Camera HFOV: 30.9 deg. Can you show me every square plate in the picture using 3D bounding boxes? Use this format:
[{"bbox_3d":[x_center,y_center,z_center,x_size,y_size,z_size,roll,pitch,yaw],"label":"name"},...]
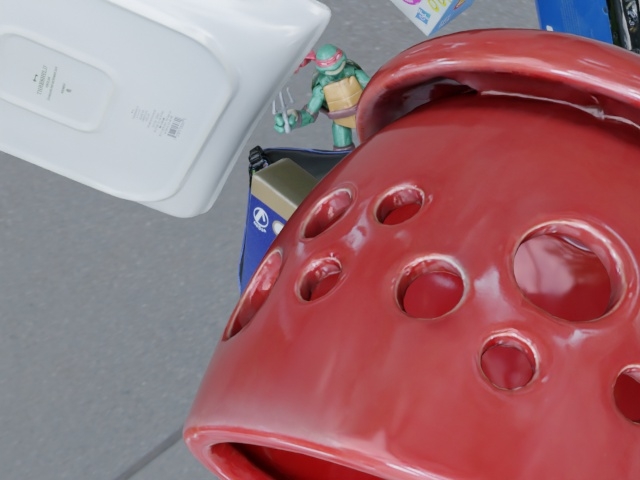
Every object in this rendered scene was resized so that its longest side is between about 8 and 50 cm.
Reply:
[{"bbox_3d":[-0.209,-0.145,0.932,0.344,0.049,0.347,23,149,-12],"label":"square plate"}]

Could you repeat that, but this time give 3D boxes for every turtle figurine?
[{"bbox_3d":[0.037,-0.172,1.503,0.175,0.118,0.234,-15,131,17],"label":"turtle figurine"}]

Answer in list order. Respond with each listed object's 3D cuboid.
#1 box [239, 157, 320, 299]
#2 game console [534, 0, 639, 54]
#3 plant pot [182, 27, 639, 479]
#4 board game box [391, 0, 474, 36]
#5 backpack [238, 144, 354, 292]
[{"bbox_3d":[0.002,0.071,0.765,0.136,0.036,0.225,37,141,28],"label":"box"},{"bbox_3d":[0.356,-0.195,1.162,0.173,0.250,0.293,-22,116,-13],"label":"game console"},{"bbox_3d":[0.071,0.032,0.416,0.191,0.191,0.174,20,71,13],"label":"plant pot"},{"bbox_3d":[0.088,-0.416,1.179,0.308,0.086,0.302,45,148,5],"label":"board game box"},{"bbox_3d":[0.000,0.000,1.159,0.158,0.117,0.173,4,81,33],"label":"backpack"}]
